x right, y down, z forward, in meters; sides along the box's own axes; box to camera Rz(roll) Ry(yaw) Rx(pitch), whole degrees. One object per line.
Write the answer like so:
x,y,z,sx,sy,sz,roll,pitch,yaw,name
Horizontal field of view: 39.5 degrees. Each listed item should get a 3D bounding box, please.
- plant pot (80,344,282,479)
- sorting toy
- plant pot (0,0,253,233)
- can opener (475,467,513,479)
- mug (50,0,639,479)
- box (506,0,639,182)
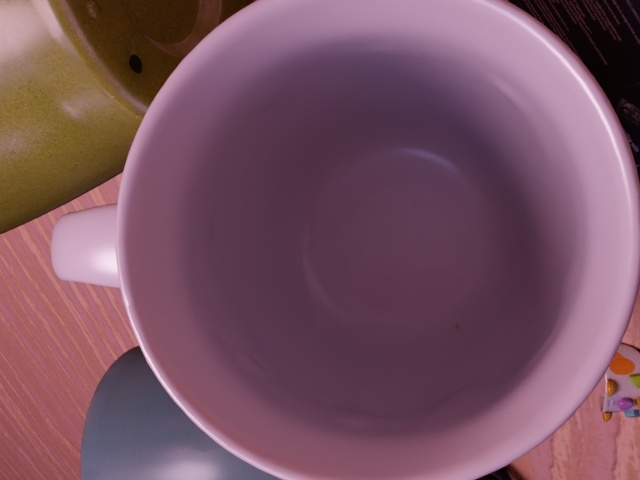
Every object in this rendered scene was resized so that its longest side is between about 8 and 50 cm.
-0.104,0.258,1.085,0.235,0.293,0.293,-11,126,26,plant pot
0.302,0.139,0.832,0.075,0.045,0.083,0,134,12,sorting toy
-0.255,-0.171,0.698,0.353,0.366,0.366,-9,126,28,plant pot
0.233,0.318,1.064,0.186,0.073,0.059,34,137,-15,can opener
0.000,0.000,0.623,0.374,0.328,0.276,-3,89,8,mug
0.265,-0.113,0.539,0.242,0.076,0.307,-19,118,48,box
